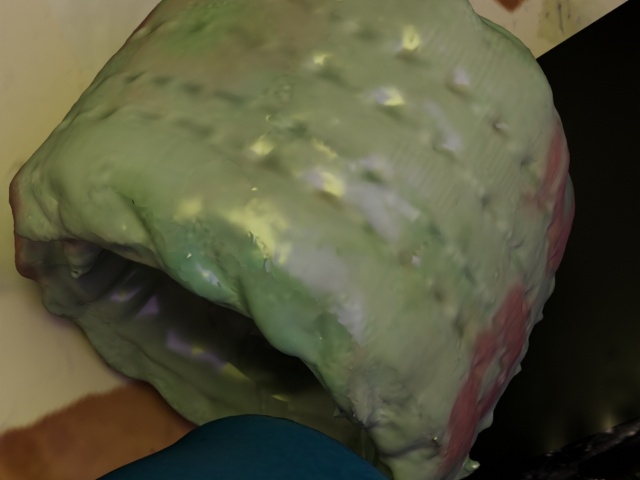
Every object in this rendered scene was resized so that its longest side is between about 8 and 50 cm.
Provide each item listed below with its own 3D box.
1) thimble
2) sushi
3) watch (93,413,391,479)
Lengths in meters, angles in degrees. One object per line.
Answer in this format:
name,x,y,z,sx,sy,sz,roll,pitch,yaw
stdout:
thimble,0.000,0.000,0.508,0.211,0.185,0.149,44,64,-24
sushi,0.190,0.025,0.630,0.212,0.215,0.227,32,47,-29
watch,-0.041,0.167,0.434,0.196,0.200,0.171,51,42,5
